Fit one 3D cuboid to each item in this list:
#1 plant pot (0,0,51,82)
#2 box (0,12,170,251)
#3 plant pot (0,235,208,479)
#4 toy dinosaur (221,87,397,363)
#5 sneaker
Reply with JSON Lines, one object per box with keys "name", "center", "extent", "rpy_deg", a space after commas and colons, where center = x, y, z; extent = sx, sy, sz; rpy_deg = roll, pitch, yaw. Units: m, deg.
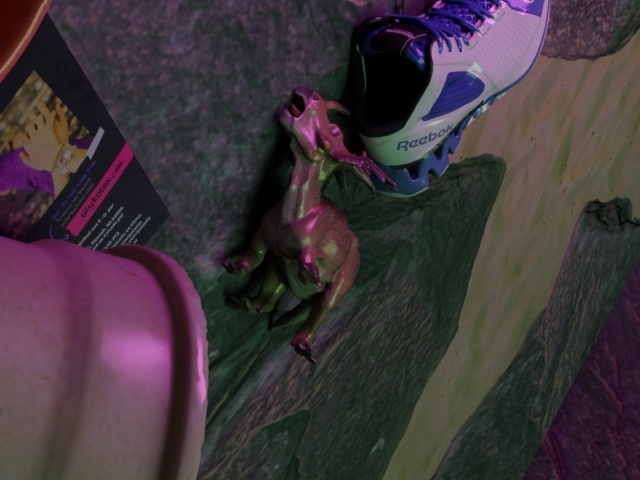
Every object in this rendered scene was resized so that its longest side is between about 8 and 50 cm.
{"name": "plant pot", "center": [-0.288, -0.193, 0.568], "extent": [0.275, 0.243, 0.275], "rpy_deg": [-38, 142, -37]}
{"name": "box", "center": [-0.242, -0.068, 0.827], "extent": [0.143, 0.165, 0.270], "rpy_deg": [-52, 149, -19]}
{"name": "plant pot", "center": [-0.276, 0.095, 0.621], "extent": [0.305, 0.334, 0.334], "rpy_deg": [29, 89, -31]}
{"name": "toy dinosaur", "center": [0.000, 0.000, 1.333], "extent": [0.200, 0.127, 0.296], "rpy_deg": [-52, 156, -31]}
{"name": "sneaker", "center": [0.137, -0.211, 1.361], "extent": [0.315, 0.127, 0.182], "rpy_deg": [-55, 153, -10]}
